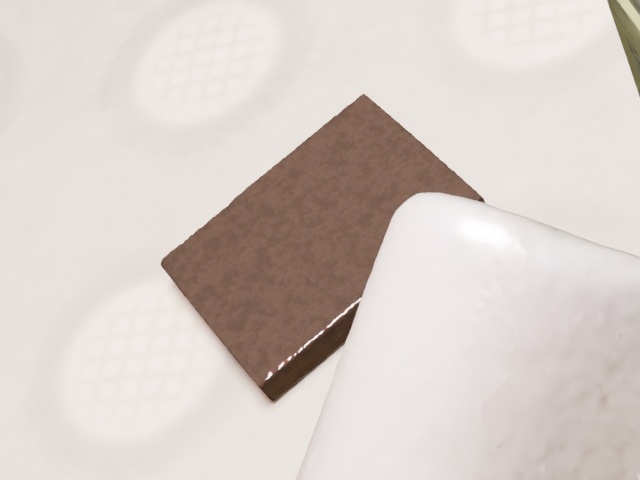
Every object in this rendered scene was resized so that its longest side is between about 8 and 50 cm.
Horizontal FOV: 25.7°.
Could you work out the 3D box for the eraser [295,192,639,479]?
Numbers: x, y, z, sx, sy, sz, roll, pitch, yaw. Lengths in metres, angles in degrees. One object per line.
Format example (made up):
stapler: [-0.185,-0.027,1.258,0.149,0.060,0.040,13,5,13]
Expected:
eraser: [0.135,0.090,0.543,0.331,0.331,0.150,18,89,36]

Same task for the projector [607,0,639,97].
projector: [0.281,-0.130,0.681,0.269,0.193,0.088,-27,49,7]

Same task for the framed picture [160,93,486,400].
framed picture: [0.000,0.000,0.845,0.168,0.023,0.128,-40,49,-4]
